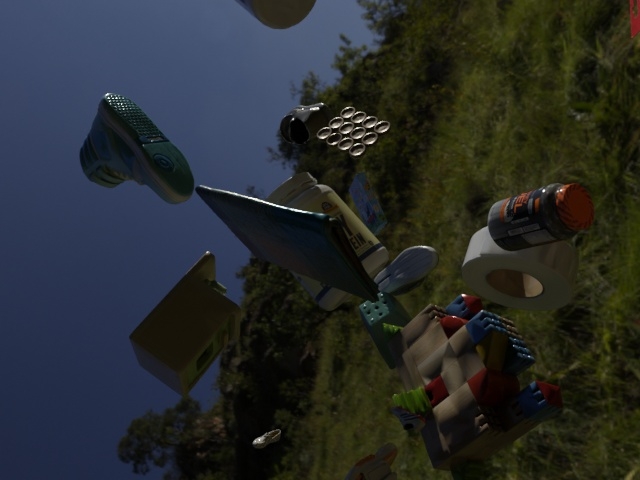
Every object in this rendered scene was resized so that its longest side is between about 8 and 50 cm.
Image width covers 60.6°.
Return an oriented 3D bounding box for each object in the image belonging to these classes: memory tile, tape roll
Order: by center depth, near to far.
[{"bbox_3d":[0.070,-0.231,1.175,0.113,0.148,0.012,-44,-42,-12],"label":"memory tile"},{"bbox_3d":[0.522,0.076,1.448,0.286,0.286,0.100,47,-123,-39],"label":"tape roll"}]

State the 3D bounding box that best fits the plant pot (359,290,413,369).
[{"bbox_3d":[0.243,0.300,1.940,0.165,0.166,0.234,-33,-50,3],"label":"plant pot"}]

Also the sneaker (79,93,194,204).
[{"bbox_3d":[-0.439,-0.164,1.286,0.319,0.208,0.127,51,-152,15],"label":"sneaker"}]

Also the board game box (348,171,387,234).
[{"bbox_3d":[0.179,-0.134,2.087,0.039,0.160,0.212,-20,-103,-13],"label":"board game box"}]

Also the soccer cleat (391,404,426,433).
[{"bbox_3d":[0.153,0.321,0.982,0.035,0.083,0.029,-47,-64,-25],"label":"soccer cleat"}]

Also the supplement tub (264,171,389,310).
[{"bbox_3d":[0.000,0.000,1.478,0.325,0.235,0.235,48,-138,10],"label":"supplement tub"}]

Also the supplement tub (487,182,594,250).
[{"bbox_3d":[0.452,-0.049,1.132,0.116,0.190,0.117,7,-105,-29],"label":"supplement tub"}]

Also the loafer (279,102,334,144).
[{"bbox_3d":[-0.056,-0.302,1.444,0.087,0.251,0.094,-34,-76,-21],"label":"loafer"}]

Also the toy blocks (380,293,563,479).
[{"bbox_3d":[0.288,0.250,1.069,0.190,0.261,0.381,21,-147,-33],"label":"toy blocks"}]

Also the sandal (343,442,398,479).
[{"bbox_3d":[0.096,0.409,0.910,0.265,0.076,0.102,0,-65,-61],"label":"sandal"}]

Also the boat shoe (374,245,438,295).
[{"bbox_3d":[0.331,0.114,2.010,0.119,0.335,0.121,10,-118,-29],"label":"boat shoe"}]

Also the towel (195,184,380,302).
[{"bbox_3d":[-0.068,-0.001,1.137,0.040,0.370,0.271,-56,-40,-19],"label":"towel"}]

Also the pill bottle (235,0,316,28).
[{"bbox_3d":[-0.143,-0.602,1.206,0.169,0.301,0.169,-24,-38,-21],"label":"pill bottle"}]

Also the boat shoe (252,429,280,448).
[{"bbox_3d":[-0.162,0.602,1.673,0.100,0.035,0.035,-4,-62,-40],"label":"boat shoe"}]

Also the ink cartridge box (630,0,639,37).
[{"bbox_3d":[0.724,-0.568,1.229,0.179,0.045,0.146,90,-176,-78],"label":"ink cartridge box"}]

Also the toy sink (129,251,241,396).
[{"bbox_3d":[-0.242,0.168,1.091,0.234,0.131,0.153,-52,-11,-32],"label":"toy sink"}]
